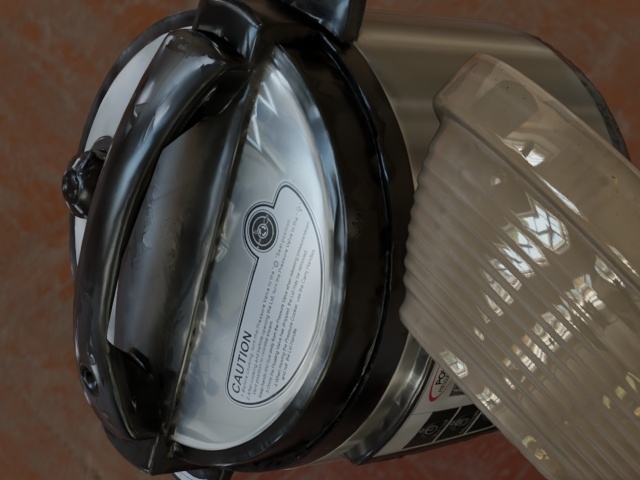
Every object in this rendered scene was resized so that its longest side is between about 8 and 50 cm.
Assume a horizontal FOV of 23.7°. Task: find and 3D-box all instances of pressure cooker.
[{"bbox_3d":[-0.004,-0.001,1.207,0.420,0.375,0.370,-1,72,-42],"label":"pressure cooker"}]

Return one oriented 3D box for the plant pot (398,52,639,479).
[{"bbox_3d":[0.112,0.038,0.673,0.110,0.237,0.237,-44,81,1],"label":"plant pot"}]
